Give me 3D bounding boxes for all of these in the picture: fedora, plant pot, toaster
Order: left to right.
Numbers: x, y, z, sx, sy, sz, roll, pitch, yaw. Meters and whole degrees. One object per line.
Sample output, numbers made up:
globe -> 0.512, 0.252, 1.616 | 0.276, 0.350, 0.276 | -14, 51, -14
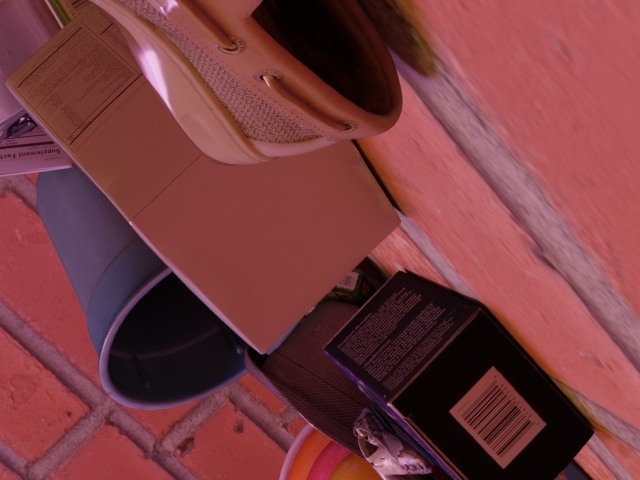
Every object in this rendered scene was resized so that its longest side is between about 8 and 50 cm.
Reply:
toaster -> -0.323, -0.216, 1.262 | 0.146, 0.227, 0.129 | 58, -160, -9
plant pot -> -0.229, 0.004, 1.619 | 0.334, 0.341, 0.341 | 52, 179, 32
fedora -> 0.044, 0.148, 1.203 | 0.243, 0.124, 0.275 | 33, 176, -14

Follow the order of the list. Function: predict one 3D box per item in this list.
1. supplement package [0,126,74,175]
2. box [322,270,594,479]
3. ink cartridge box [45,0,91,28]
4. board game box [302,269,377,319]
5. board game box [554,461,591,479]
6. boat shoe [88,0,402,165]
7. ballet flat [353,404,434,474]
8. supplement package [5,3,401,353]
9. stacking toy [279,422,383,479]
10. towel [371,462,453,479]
supplement package -> -0.429, -0.212, 1.433 | 0.199, 0.198, 0.263 | -162, 65, -78
box -> 0.110, 0.127, 0.968 | 0.153, 0.108, 0.207 | 46, 174, -14
ink cartridge box -> -0.193, -0.177, 1.057 | 0.109, 0.062, 0.209 | 58, 175, 7
board game box -> 0.011, 0.067, 1.305 | 0.136, 0.030, 0.260 | 16, 168, 18
board game box -> 0.253, 0.301, 1.284 | 0.302, 0.086, 0.308 | 45, 174, -2
boat shoe -> -0.050, -0.131, 0.434 | 0.098, 0.109, 0.302 | -2, 149, 24
ballet flat -> 0.059, 0.182, 0.972 | 0.041, 0.041, 0.114 | 48, 173, -27
supplement package -> -0.084, -0.063, 0.824 | 0.203, 0.149, 0.194 | 42, 173, 41
stacking toy -> 0.096, 0.393, 1.613 | 0.350, 0.350, 0.480 | 45, 177, 7
towel -> 0.145, 0.284, 1.447 | 0.329, 0.037, 0.237 | 51, -152, 8
